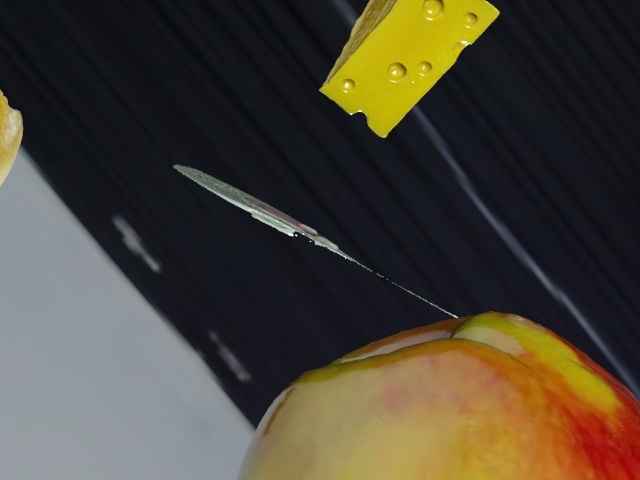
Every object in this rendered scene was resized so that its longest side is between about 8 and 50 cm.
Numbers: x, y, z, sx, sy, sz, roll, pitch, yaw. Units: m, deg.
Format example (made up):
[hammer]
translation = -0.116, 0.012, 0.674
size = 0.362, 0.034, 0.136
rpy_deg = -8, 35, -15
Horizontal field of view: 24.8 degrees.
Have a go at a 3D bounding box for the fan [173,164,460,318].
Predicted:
[fan]
translation = 0.000, -0.001, 1.361
size = 0.010, 0.310, 0.182
rpy_deg = -62, 170, 5

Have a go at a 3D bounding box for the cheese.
[cheese]
translation = 0.083, -0.199, 1.510
size = 0.171, 0.093, 0.126
rpy_deg = -54, -160, 3

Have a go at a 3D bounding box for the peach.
[peach]
translation = 0.089, 0.215, 0.910
size = 0.307, 0.332, 0.308
rpy_deg = -8, 177, 0

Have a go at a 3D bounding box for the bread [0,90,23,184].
[bread]
translation = -0.475, -0.109, 1.476
size = 0.171, 0.314, 0.192
rpy_deg = 125, -16, -56
